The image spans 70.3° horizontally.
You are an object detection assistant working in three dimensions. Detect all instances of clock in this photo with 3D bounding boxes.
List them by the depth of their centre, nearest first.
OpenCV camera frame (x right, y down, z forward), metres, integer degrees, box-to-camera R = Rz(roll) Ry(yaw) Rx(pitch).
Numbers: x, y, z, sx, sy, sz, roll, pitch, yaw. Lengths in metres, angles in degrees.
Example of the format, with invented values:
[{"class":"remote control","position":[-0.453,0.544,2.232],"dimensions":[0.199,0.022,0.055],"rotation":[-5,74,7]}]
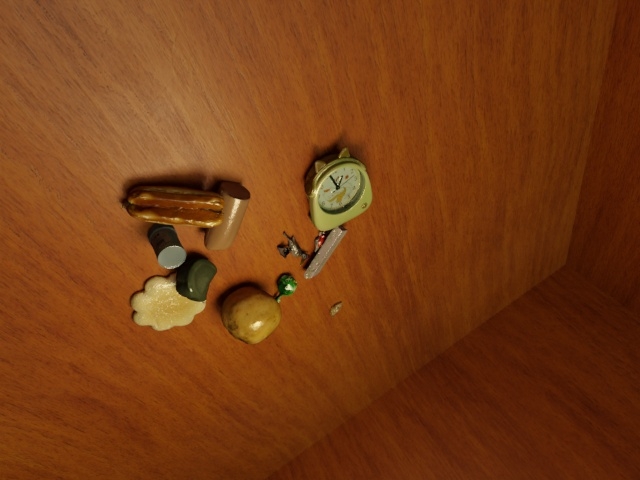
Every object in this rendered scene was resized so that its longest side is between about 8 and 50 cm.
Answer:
[{"class":"clock","position":[0.064,-0.226,1.890],"dimensions":[0.286,0.117,0.348],"rotation":[-27,136,-13]}]

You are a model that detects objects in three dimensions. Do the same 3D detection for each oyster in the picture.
[{"class":"oyster","position":[0.083,0.372,2.487],"dimensions":[0.083,0.038,0.080],"rotation":[-46,156,-33]}]

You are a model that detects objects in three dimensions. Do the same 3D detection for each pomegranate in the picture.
[{"class":"pomegranate","position":[-0.309,0.324,1.992],"dimensions":[0.260,0.260,0.260],"rotation":[-19,134,-21]}]

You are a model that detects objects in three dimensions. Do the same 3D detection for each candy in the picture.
[{"class":"candy","position":[-0.214,0.291,2.176],"dimensions":[0.097,0.097,0.323],"rotation":[9,128,-40]}]

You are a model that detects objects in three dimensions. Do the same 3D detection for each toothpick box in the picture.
[{"class":"toothpick box","position":[-0.551,0.015,1.626],"dimensions":[0.101,0.153,0.101],"rotation":[-19,134,-21]}]

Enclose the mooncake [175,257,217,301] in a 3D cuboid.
[{"class":"mooncake","position":[-0.486,0.153,1.791],"dimensions":[0.175,0.104,0.168],"rotation":[-41,117,-50]}]

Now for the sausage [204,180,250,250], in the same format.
[{"class":"sausage","position":[-0.355,-0.085,1.706],"dimensions":[0.123,0.123,0.253],"rotation":[4,124,-38]}]

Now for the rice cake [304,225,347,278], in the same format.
[{"class":"rice cake","position":[0.025,0.053,2.119],"dimensions":[0.298,0.050,0.106],"rotation":[-57,167,19]}]

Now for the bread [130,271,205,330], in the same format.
[{"class":"bread","position":[-0.614,0.257,1.864],"dimensions":[0.316,0.054,0.316],"rotation":[-19,134,-20]}]

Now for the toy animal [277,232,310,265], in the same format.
[{"class":"toy animal","position":[-0.113,0.044,2.031],"dimensions":[0.202,0.070,0.105],"rotation":[31,85,-42]}]

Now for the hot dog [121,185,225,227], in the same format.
[{"class":"hot dog","position":[-0.501,-0.121,1.562],"dimensions":[0.337,0.100,0.135],"rotation":[3,111,-17]}]

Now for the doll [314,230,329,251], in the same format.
[{"class":"doll","position":[-0.001,-0.001,2.094],"dimensions":[0.114,0.039,0.057],"rotation":[-59,163,9]}]
